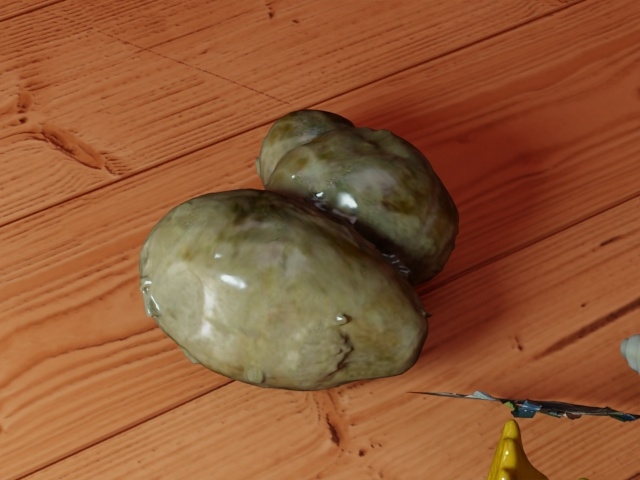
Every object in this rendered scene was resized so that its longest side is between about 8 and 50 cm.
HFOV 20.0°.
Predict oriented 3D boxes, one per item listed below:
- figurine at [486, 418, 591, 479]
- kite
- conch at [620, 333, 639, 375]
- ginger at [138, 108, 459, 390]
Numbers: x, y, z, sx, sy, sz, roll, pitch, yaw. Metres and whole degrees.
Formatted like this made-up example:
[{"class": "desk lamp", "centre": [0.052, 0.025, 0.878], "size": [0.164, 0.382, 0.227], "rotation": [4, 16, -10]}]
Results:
[{"class": "figurine", "centre": [0.275, 0.235, 1.272], "size": [0.344, 0.215, 0.187], "rotation": [13, 19, -5]}, {"class": "kite", "centre": [0.178, 0.124, 1.359], "size": [0.169, 0.310, 0.015], "rotation": [7, 87, -10]}, {"class": "conch", "centre": [0.359, 0.134, 1.435], "size": [0.149, 0.183, 0.275], "rotation": [-44, 53, 7]}, {"class": "ginger", "centre": [0.000, 0.000, 1.531], "size": [0.245, 0.155, 0.304], "rotation": [17, 38, 19]}]
